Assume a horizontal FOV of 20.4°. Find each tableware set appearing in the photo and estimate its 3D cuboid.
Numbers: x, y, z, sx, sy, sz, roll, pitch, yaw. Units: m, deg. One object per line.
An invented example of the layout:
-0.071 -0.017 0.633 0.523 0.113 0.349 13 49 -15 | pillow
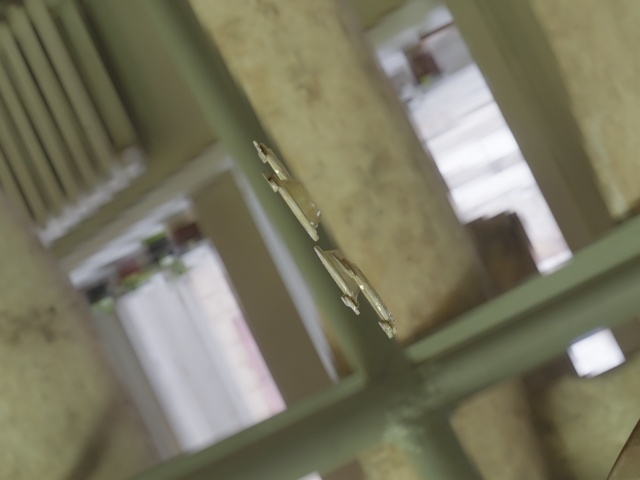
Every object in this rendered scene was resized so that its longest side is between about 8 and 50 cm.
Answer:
0.000 0.000 1.269 0.020 0.169 0.141 -35 -169 -2 | tableware set

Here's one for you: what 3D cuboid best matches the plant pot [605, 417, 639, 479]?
0.421 0.271 1.850 0.263 0.229 0.263 -53 162 -25 | plant pot
